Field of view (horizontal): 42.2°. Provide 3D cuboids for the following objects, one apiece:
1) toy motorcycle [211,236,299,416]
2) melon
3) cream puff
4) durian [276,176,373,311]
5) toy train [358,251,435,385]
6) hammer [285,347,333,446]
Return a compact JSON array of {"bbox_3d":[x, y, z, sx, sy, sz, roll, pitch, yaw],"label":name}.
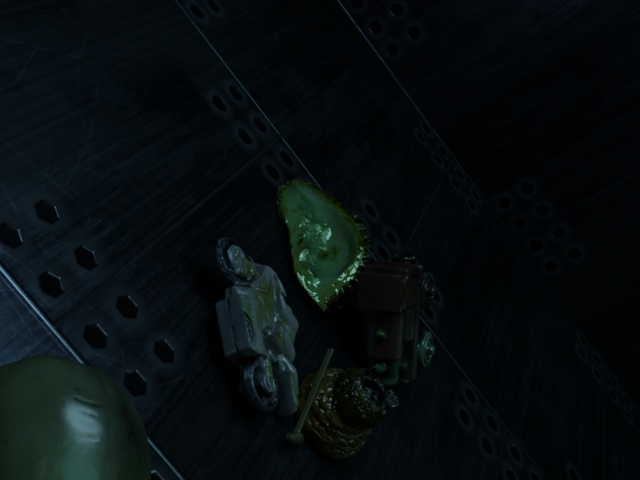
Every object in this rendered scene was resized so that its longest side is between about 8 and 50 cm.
[{"bbox_3d":[-0.113,0.165,1.576,0.223,0.107,0.341,26,46,-59],"label":"toy motorcycle"},{"bbox_3d":[-0.326,0.281,0.986,0.271,0.271,0.308,8,57,-53],"label":"melon"},{"bbox_3d":[0.063,0.319,1.622,0.183,0.169,0.183,38,33,-30],"label":"cream puff"},{"bbox_3d":[-0.001,0.006,1.946,0.198,0.163,0.394,-10,58,-17],"label":"durian"},{"bbox_3d":[0.163,0.183,1.843,0.221,0.150,0.304,-14,107,-64],"label":"toy train"},{"bbox_3d":[-0.020,0.288,1.551,0.060,0.028,0.195,62,48,-66],"label":"hammer"}]
